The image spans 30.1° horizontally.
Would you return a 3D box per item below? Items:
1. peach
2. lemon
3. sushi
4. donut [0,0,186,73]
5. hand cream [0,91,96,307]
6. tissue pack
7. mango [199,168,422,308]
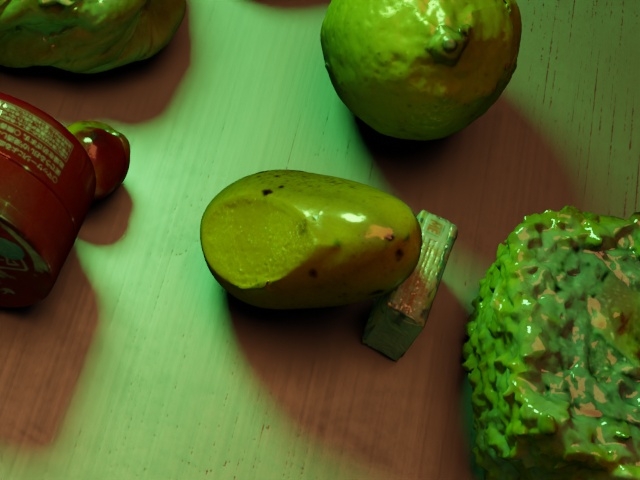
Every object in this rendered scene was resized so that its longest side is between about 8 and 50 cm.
[{"bbox_3d":[-0.276,-0.089,1.406,0.100,0.101,0.101,7,61,-12],"label":"peach"},{"bbox_3d":[0.126,-0.251,1.491,0.253,0.310,0.254,-1,96,-5],"label":"lemon"},{"bbox_3d":[0.362,0.164,1.356,0.396,0.240,0.351,9,60,-9],"label":"sushi"},{"bbox_3d":[-0.331,-0.371,1.493,0.360,0.170,0.360,2,68,-4],"label":"donut"},{"bbox_3d":[-0.364,-0.046,1.279,0.230,0.230,0.149,18,58,-5],"label":"hand cream"},{"bbox_3d":[0.106,0.053,1.419,0.060,0.109,0.148,25,58,-3],"label":"tissue pack"},{"bbox_3d":[0.000,0.000,1.342,0.191,0.290,0.160,2,91,-45],"label":"mango"}]
